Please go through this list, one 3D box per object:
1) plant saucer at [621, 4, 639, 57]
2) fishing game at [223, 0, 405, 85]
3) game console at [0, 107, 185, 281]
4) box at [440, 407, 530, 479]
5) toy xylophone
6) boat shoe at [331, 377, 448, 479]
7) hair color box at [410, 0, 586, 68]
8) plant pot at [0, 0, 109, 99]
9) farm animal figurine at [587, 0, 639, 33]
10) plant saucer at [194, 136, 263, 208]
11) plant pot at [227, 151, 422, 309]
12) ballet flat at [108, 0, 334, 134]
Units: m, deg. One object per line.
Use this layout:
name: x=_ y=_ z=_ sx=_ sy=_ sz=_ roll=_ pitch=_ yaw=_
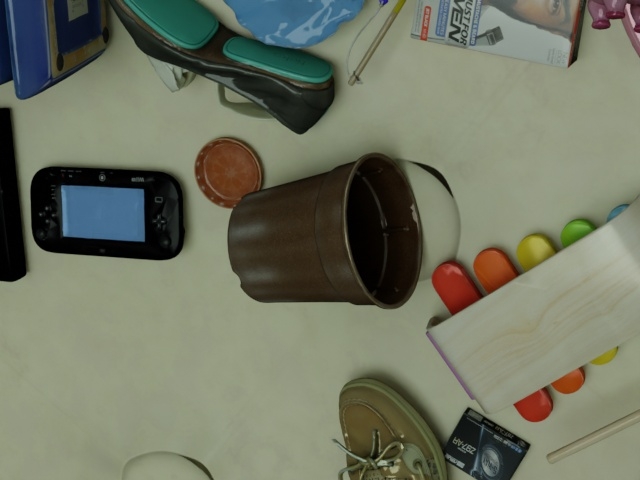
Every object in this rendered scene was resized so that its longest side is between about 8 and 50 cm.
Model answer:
plant saucer: x=0.440 y=-0.265 z=1.371 sx=0.332 sy=0.084 sz=0.332 roll=6 pitch=109 yaw=19
fishing game: x=-0.024 y=-0.299 z=1.566 sx=0.264 sy=0.041 sz=0.189 roll=32 pitch=107 yaw=14
game console: x=-0.328 y=-0.052 z=1.768 sx=0.361 sy=0.044 sz=0.213 roll=4 pitch=109 yaw=20
box: x=0.186 y=0.238 z=1.676 sx=0.083 sy=0.018 sz=0.067 roll=31 pitch=116 yaw=10
toy xylophone: x=0.265 y=0.096 z=1.561 sx=0.323 sy=0.081 sz=0.236 roll=-25 pitch=97 yaw=27
boat shoe: x=0.092 y=0.292 z=1.682 sx=0.104 sy=0.089 sz=0.285 roll=-21 pitch=100 yaw=41
hair color box: x=0.182 y=-0.237 z=1.499 sx=0.167 sy=0.053 sz=0.093 roll=13 pitch=111 yaw=16
plant pot: x=-0.360 y=-0.276 z=1.606 sx=0.212 sy=0.236 sz=0.236 roll=3 pitch=109 yaw=14
farm animal figurine: x=0.377 y=-0.258 z=1.193 sx=0.327 sy=0.330 sz=0.172 roll=-1 pitch=82 yaw=25
plant saucer: x=-0.104 y=-0.077 z=1.687 sx=0.083 sy=0.013 sz=0.083 roll=7 pitch=111 yaw=20
plant pot: x=0.000 y=0.000 z=1.598 sx=0.165 sy=0.167 sz=0.167 roll=-9 pitch=104 yaw=31
ballet flat: x=-0.119 y=-0.194 z=1.614 sx=0.280 sy=0.095 sz=0.096 roll=28 pitch=127 yaw=11
